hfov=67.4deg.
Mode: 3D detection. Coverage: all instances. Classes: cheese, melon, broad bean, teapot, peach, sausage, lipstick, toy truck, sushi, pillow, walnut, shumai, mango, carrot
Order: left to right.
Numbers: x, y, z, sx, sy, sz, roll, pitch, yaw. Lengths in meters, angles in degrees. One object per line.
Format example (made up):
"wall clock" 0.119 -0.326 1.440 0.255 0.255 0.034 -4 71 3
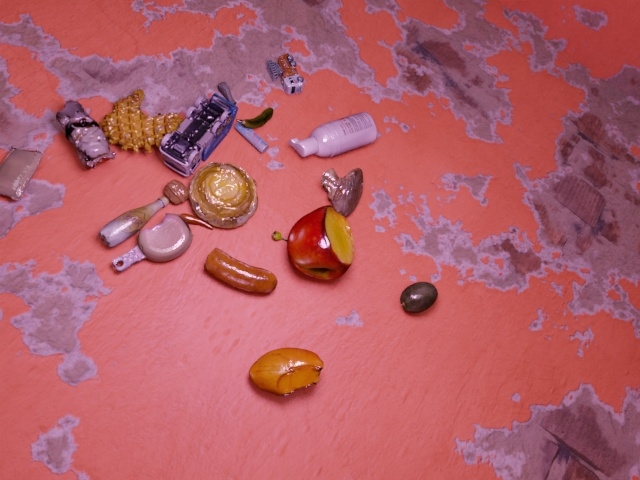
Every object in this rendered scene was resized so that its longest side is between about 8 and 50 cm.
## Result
"pillow" -1.071 -0.237 1.686 0.119 0.053 0.208 15 65 -5
"sushi" -0.869 -0.389 1.763 0.124 0.130 0.332 -32 79 -24
"cheese" -0.597 0.017 1.699 0.286 0.082 0.163 -30 78 -23
"walnut" -0.540 -0.180 1.800 0.079 0.082 0.096 -38 82 3
"carrot" -0.469 -0.073 1.799 0.142 0.035 0.035 18 65 -13
"toy truck" -0.463 -0.415 1.861 0.146 0.175 0.367 32 63 1
"teapot" -0.394 -0.618 2.041 0.043 0.043 0.110 -27 82 -24
"sausage" -0.286 0.119 1.733 0.271 0.109 0.108 22 64 -5
"lipstick" -0.284 -0.429 1.987 0.158 0.048 0.048 44 64 5
"broad bean" -0.262 -0.508 2.000 0.227 0.039 0.069 -33 106 -49
"toy truck" -0.154 -0.732 2.132 0.115 0.080 0.177 -21 74 -17
"mango" -0.117 0.444 1.634 0.252 0.126 0.153 -2 80 -9
"peach" 0.000 0.000 1.785 0.246 0.248 0.274 2 57 10
"shumai" 0.083 -0.211 1.961 0.153 0.161 0.209 20 86 17
"melon" 0.380 0.221 1.867 0.168 0.114 0.114 -19 74 -24

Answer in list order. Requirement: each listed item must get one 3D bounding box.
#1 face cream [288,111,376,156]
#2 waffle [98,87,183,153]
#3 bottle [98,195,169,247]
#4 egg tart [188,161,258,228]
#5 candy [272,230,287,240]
"face cream" 0.047 -0.427 2.028 0.370 0.145 0.145 -23 76 -21
"waffle" -0.700 -0.454 1.839 0.293 0.069 0.259 30 65 16
"bottle" -0.660 -0.076 1.720 0.083 0.083 0.270 46 59 6
"egg tart" -0.362 -0.183 1.826 0.279 0.095 0.278 8 70 -22
"candy" -0.132 -0.002 1.867 0.123 0.035 0.035 25 95 -14
